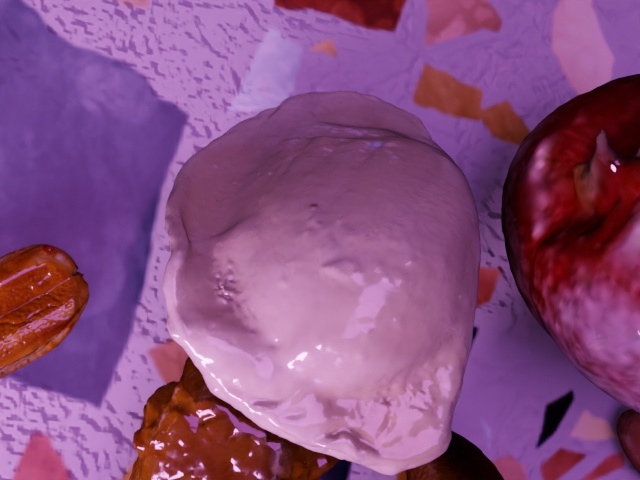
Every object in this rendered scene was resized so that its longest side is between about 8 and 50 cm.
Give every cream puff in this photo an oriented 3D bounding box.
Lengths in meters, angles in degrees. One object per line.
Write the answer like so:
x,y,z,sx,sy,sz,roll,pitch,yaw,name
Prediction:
-0.052,0.119,0.504,0.122,0.094,0.116,-19,101,9,cream puff

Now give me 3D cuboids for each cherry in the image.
0.234,0.015,0.529,0.300,0.230,0.203,39,90,-27,cherry

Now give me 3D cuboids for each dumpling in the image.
0.000,0.000,0.501,0.179,0.131,0.252,11,60,-11,dumpling

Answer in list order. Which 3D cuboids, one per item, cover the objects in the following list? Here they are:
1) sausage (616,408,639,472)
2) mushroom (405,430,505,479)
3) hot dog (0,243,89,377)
0.286,0.183,0.632,0.186,0.043,0.043,34,78,-13,sausage
0.030,0.240,0.517,0.217,0.148,0.227,-16,87,-2,mushroom
-0.197,0.054,0.486,0.144,0.038,0.062,-33,100,-14,hot dog
